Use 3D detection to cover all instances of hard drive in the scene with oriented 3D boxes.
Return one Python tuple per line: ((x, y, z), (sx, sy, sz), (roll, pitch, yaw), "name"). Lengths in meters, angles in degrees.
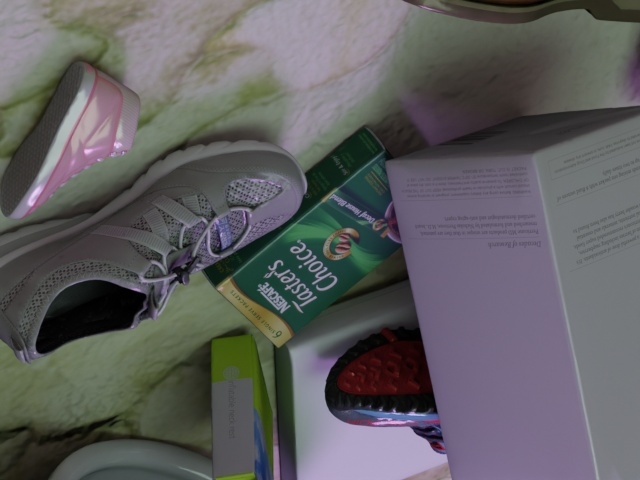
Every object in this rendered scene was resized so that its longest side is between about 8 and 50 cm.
((0.126, 0.117, 1.717), (0.353, 0.047, 0.233), (-19, 135, -19), "hard drive")

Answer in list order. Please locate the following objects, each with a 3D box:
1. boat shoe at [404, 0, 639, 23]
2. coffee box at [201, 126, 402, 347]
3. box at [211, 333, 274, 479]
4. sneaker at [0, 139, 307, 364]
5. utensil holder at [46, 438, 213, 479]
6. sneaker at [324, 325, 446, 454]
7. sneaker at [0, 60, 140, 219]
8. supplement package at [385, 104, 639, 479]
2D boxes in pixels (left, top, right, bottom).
((0.168, -0.235, 1.405), (0.307, 0.111, 0.104), (-8, 127, -40), "boat shoe")
((0.000, 0.000, 1.538), (0.184, 0.040, 0.113), (-38, 137, 2), "coffee box")
((-0.065, 0.182, 1.555), (0.042, 0.178, 0.109), (-7, 134, 4), "box")
((-0.130, 0.020, 1.418), (0.281, 0.115, 0.105), (-27, 136, -10), "sneaker")
((-0.189, 0.419, 1.584), (0.328, 0.327, 0.385), (17, 119, -41), "utensil holder")
((0.114, 0.151, 1.629), (0.262, 0.104, 0.125), (-2, 129, -31), "sneaker")
((-0.182, -0.065, 1.359), (0.070, 0.051, 0.134), (21, 109, -37), "sneaker")
((0.197, 0.052, 1.493), (0.178, 0.175, 0.292), (-19, 101, -39), "supplement package")
